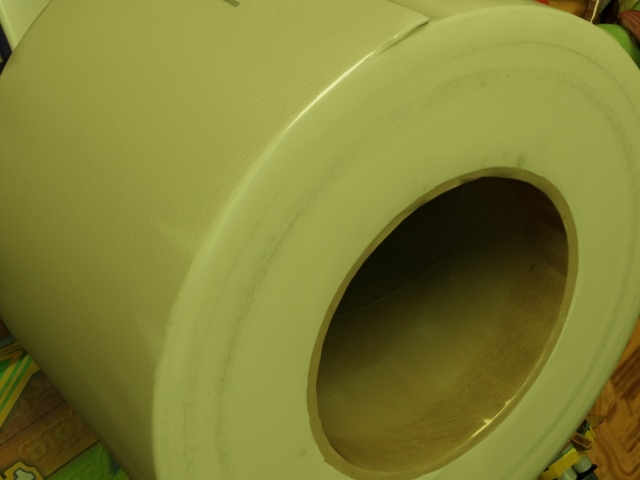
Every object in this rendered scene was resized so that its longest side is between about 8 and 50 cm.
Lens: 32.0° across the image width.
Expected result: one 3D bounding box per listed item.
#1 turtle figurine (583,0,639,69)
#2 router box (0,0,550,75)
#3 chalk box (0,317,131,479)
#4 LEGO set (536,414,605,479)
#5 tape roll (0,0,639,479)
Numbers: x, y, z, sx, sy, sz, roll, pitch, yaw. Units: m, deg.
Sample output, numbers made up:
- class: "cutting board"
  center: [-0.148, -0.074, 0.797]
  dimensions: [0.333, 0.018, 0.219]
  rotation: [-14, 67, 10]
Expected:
- class: "turtle figurine"
  center: [0.257, -0.099, 0.725]
  dimensions: [0.266, 0.197, 0.275]
  rotation: [-33, 111, -22]
- class: "router box"
  center: [-0.059, -0.211, 0.569]
  dimensions: [0.301, 0.082, 0.336]
  rotation: [-27, 103, -26]
- class: "chalk box"
  center: [-0.108, 0.069, 0.632]
  dimensions: [0.213, 0.132, 0.132]
  rotation: [-35, 114, -13]
- class: "LEGO set"
  center: [0.048, 0.226, 0.673]
  dimensions: [0.331, 0.255, 0.192]
  rotation: [-32, 87, -27]
- class: "tape roll"
  center: [0.000, 0.000, 0.468]
  dimensions: [0.246, 0.169, 0.246]
  rotation: [-20, 126, -30]
